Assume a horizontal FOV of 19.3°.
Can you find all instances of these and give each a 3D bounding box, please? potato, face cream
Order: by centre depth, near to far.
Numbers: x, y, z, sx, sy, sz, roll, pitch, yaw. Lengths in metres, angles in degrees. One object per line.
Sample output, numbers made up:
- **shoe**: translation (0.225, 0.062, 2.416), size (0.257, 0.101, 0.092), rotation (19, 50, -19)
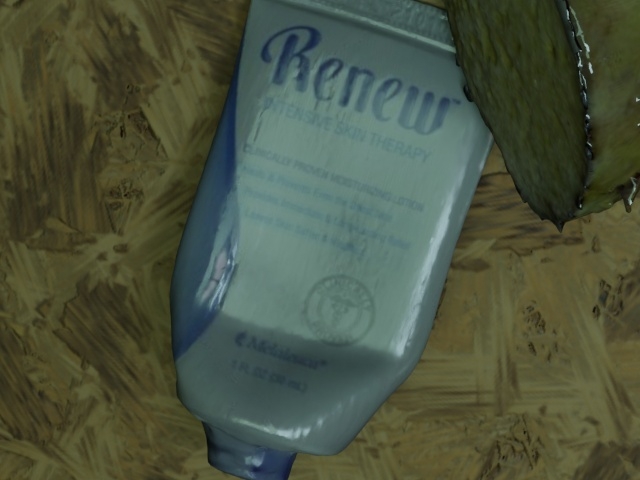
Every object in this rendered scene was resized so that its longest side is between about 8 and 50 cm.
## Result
- **potato**: translation (0.238, -0.192, 1.382), size (0.237, 0.301, 0.288), rotation (-19, 143, -11)
- **face cream**: translation (0.000, 0.000, 1.549), size (0.235, 0.137, 0.420), rotation (19, 96, 6)
